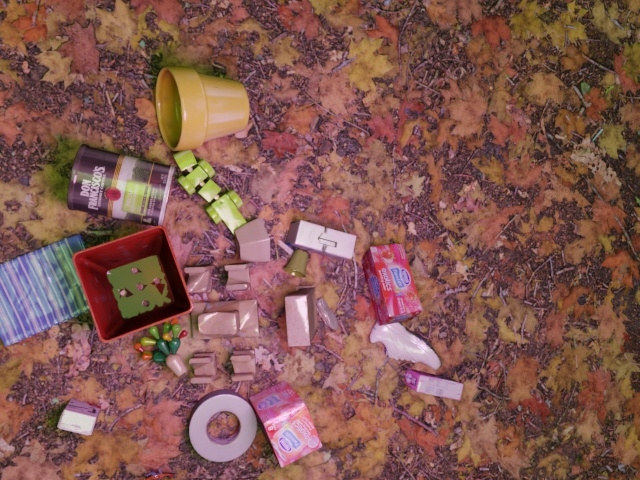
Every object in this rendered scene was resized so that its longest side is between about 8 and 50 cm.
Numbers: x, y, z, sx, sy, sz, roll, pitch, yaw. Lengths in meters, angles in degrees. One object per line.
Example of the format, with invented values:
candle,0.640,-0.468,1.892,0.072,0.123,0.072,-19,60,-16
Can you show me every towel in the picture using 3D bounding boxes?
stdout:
towel,-0.851,0.150,1.731,0.335,0.040,0.243,-24,95,-14

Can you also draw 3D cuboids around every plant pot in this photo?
plant pot,-0.552,0.134,1.702,0.267,0.236,0.267,-20,87,-14
plant pot,-0.226,0.007,1.845,0.096,0.109,0.109,-14,138,-17
plant pot,-0.076,0.076,1.932,0.083,0.083,0.079,24,70,-14
plant pot,-0.366,-0.419,1.775,0.238,0.254,0.254,-12,93,-31

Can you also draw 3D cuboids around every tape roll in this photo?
tape roll,-0.323,0.609,1.858,0.219,0.072,0.220,0,90,-16

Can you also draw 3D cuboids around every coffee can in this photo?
coffee can,-0.601,-0.164,1.717,0.275,0.201,0.202,12,87,-15

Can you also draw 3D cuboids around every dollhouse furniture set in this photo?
dollhouse furniture set,-0.219,0.251,1.851,0.393,0.256,0.363,-4,90,6

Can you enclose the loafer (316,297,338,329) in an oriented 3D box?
loafer,0.019,0.259,1.976,0.045,0.039,0.125,-40,105,-46

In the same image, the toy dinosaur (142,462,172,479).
toy dinosaur,-0.521,0.763,1.807,0.082,0.090,0.047,-1,108,15

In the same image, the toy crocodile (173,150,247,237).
toy crocodile,-0.361,-0.155,1.844,0.115,0.105,0.341,-43,105,-12

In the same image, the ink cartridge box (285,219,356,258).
ink cartridge box,0.000,0.000,1.911,0.203,0.148,0.086,15,84,-16

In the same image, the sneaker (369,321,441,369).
sneaker,0.304,0.381,2.030,0.297,0.111,0.129,36,92,-6

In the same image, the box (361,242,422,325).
box,0.243,0.150,1.947,0.128,0.123,0.257,-7,68,-16

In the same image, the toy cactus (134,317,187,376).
toy cactus,-0.479,0.342,1.763,0.219,0.112,0.181,-37,85,22

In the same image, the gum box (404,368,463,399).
gum box,0.406,0.520,2.041,0.188,0.107,0.062,15,86,-15

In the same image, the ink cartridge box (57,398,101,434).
ink cartridge box,-0.730,0.535,1.712,0.099,0.135,0.056,20,84,-15

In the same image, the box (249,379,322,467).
box,-0.119,0.573,1.796,0.142,0.300,0.154,-22,96,-15
